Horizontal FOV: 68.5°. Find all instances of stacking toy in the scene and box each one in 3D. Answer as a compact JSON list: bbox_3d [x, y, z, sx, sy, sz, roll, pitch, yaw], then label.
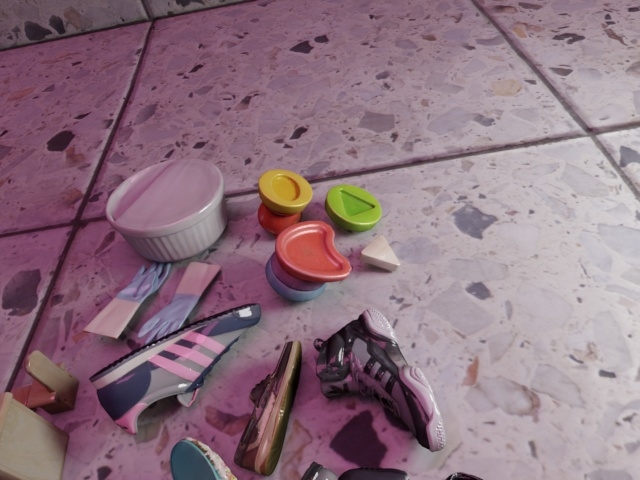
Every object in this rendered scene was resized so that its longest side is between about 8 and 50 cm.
[{"bbox_3d":[0.000,0.000,1.024,0.280,0.130,0.309,3,46,-20],"label":"stacking toy"}]

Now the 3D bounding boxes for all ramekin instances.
[{"bbox_3d":[-0.343,-0.067,1.098,0.273,0.127,0.272,-6,43,6],"label":"ramekin"}]

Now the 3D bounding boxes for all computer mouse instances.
[{"bbox_3d":[0.140,0.363,0.674,0.242,0.041,0.071,-3,47,8],"label":"computer mouse"}]

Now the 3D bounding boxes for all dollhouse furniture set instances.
[{"bbox_3d":[-0.628,0.355,0.756,0.356,0.173,0.303,-13,47,0],"label":"dollhouse furniture set"}]

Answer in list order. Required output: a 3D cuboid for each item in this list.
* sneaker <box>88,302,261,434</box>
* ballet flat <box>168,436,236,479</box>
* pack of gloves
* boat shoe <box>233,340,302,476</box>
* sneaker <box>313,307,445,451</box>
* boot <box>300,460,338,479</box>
[{"bbox_3d":[-0.235,0.223,0.858,0.319,0.112,0.131,-24,90,-27],"label":"sneaker"},{"bbox_3d":[-0.138,0.390,0.686,0.241,0.077,0.091,38,88,35],"label":"ballet flat"},{"bbox_3d":[-0.343,0.133,0.997,0.195,0.046,0.232,6,41,19],"label":"pack of gloves"},{"bbox_3d":[-0.085,0.266,0.783,0.073,0.080,0.223,7,55,11],"label":"boat shoe"},{"bbox_3d":[0.082,0.239,0.763,0.153,0.101,0.268,-22,42,-7],"label":"sneaker"},{"bbox_3d":[0.044,0.454,0.538,0.223,0.118,0.338,5,61,13],"label":"boot"}]
